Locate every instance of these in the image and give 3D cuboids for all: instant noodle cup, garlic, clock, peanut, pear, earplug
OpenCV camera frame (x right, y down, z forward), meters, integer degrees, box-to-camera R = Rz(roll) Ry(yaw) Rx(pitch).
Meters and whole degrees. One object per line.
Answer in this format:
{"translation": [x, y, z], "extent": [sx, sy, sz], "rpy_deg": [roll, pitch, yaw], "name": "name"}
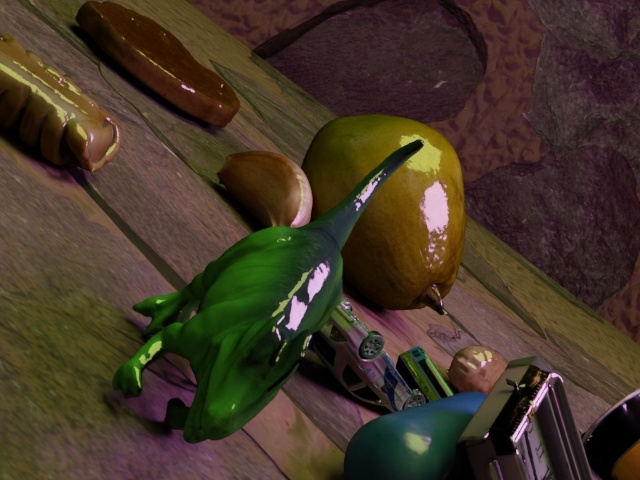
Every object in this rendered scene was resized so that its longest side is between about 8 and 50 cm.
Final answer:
{"translation": [0.601, 0.387, 2.025], "extent": [0.215, 0.215, 0.236], "rpy_deg": [23, 27, -53], "name": "instant noodle cup"}
{"translation": [-0.065, -0.065, 1.844], "extent": [0.128, 0.115, 0.206], "rpy_deg": [36, 13, -48], "name": "garlic"}
{"translation": [0.213, 0.263, 1.213], "extent": [0.186, 0.083, 0.253], "rpy_deg": [-39, 114, -57], "name": "clock"}
{"translation": [0.282, 0.229, 1.862], "extent": [0.214, 0.099, 0.099], "rpy_deg": [32, 14, -26], "name": "peanut"}
{"translation": [0.116, -0.035, 1.943], "extent": [0.287, 0.287, 0.375], "rpy_deg": [17, 43, -62], "name": "pear"}
{"translation": [0.115, 0.234, 1.259], "extent": [0.132, 0.132, 0.273], "rpy_deg": [45, 16, 24], "name": "earplug"}

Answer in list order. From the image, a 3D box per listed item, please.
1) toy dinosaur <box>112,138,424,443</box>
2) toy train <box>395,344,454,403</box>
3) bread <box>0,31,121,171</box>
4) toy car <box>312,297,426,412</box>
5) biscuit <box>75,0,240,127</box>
{"translation": [0.000, 0.000, 1.093], "extent": [0.144, 0.500, 0.374], "rpy_deg": [46, -24, -7], "name": "toy dinosaur"}
{"translation": [0.169, 0.231, 1.506], "extent": [0.209, 0.042, 0.044], "rpy_deg": [57, -18, 24], "name": "toy train"}
{"translation": [-0.346, -0.163, 1.417], "extent": [0.225, 0.081, 0.134], "rpy_deg": [39, 17, -10], "name": "bread"}
{"translation": [0.053, 0.155, 1.465], "extent": [0.090, 0.076, 0.224], "rpy_deg": [43, -9, 47], "name": "toy car"}
{"translation": [-0.307, -0.343, 2.243], "extent": [0.359, 0.074, 0.381], "rpy_deg": [37, 9, -19], "name": "biscuit"}
